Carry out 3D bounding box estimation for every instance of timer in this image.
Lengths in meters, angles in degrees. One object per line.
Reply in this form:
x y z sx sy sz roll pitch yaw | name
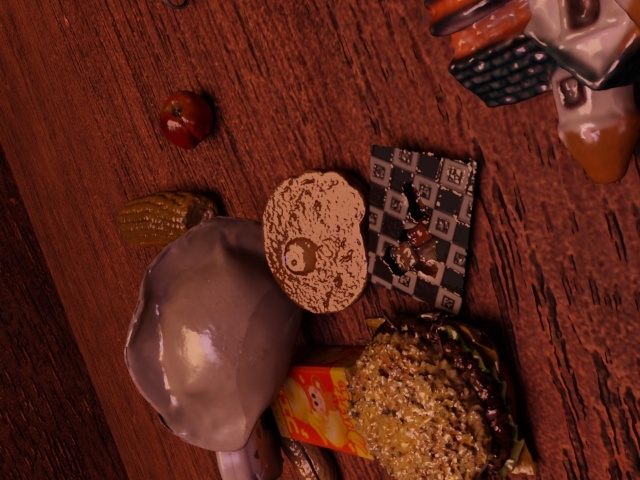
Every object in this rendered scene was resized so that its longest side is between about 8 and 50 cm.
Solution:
-0.132 0.336 1.059 0.262 0.086 0.237 72 -172 -71 | timer

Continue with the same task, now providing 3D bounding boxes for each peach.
-0.236 -0.214 1.015 0.100 0.100 0.101 28 129 42 | peach

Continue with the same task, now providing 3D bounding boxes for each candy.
0.011 0.253 0.935 0.276 0.088 0.146 -18 94 54 | candy

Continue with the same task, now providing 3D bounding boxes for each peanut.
-0.021 0.407 1.071 0.175 0.080 0.080 60 144 6 | peanut

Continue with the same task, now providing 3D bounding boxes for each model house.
0.167 -0.178 0.419 0.271 0.190 0.301 -7 103 52 | model house

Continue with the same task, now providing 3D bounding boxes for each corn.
-0.327 -0.045 1.201 0.363 0.120 0.121 -1 107 49 | corn

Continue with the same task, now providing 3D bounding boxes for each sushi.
0.123 -0.020 0.693 0.139 0.031 0.201 20 124 34 | sushi

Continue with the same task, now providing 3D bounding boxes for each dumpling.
-0.163 0.141 0.886 0.341 0.259 0.181 -63 21 19 | dumpling

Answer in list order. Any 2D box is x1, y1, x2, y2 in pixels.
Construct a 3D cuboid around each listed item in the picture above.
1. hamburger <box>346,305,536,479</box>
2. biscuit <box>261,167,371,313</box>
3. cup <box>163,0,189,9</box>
0.129 0.198 0.706 0.243 0.138 0.262 -10 100 54 | hamburger
0.000 0.000 0.816 0.180 0.049 0.208 0 105 33 | biscuit
-0.247 -0.427 0.925 0.078 0.077 0.100 14 119 49 | cup
